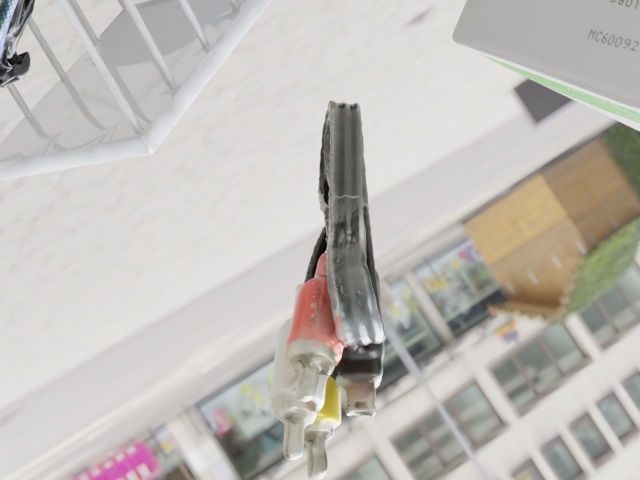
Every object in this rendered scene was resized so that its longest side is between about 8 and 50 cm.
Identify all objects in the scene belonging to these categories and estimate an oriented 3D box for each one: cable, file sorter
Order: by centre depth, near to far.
[{"bbox_3d":[0.000,0.000,0.826,0.072,0.287,0.139,-2,142,-2],"label":"cable"},{"bbox_3d":[-0.197,-0.212,1.146,0.193,0.173,0.277,-6,-144,32],"label":"file sorter"}]

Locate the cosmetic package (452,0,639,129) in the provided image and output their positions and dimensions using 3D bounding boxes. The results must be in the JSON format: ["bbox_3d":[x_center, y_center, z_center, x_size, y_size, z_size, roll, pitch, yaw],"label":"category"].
[{"bbox_3d":[0.280,-0.130,0.853,0.365,0.197,0.155,14,100,-50],"label":"cosmetic package"}]

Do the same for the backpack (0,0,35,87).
[{"bbox_3d":[-0.111,-0.121,0.377,0.084,0.105,0.114,22,106,-34],"label":"backpack"}]
